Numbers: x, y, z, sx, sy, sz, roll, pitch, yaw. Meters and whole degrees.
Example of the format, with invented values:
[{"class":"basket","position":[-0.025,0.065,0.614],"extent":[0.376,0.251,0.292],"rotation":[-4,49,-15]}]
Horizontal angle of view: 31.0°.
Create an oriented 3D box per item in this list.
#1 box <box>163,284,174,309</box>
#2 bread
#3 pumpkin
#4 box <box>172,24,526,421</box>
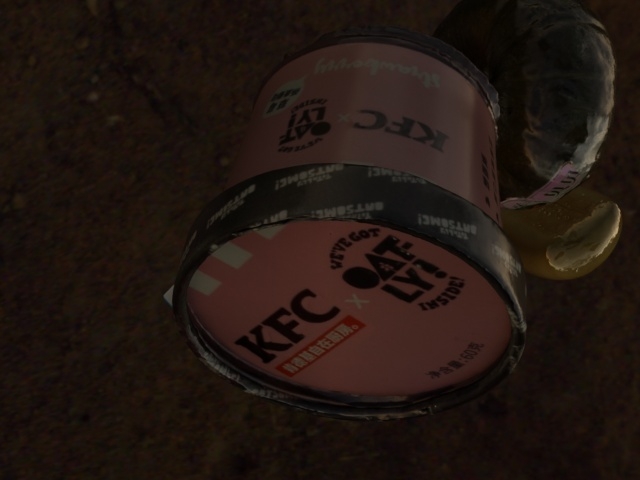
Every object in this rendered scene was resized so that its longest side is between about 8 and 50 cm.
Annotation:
[{"class":"box","position":[0.000,0.000,1.147],"extent":[0.048,0.265,0.273],"rotation":[46,5,21]},{"class":"bread","position":[0.291,-0.017,1.505],"extent":[0.147,0.217,0.098],"rotation":[-34,124,-10]},{"class":"pumpkin","position":[0.200,-0.165,1.275],"extent":[0.189,0.260,0.260],"rotation":[7,72,-43]},{"class":"box","position":[0.020,-0.011,0.530],"extent":[0.151,0.151,0.135],"rotation":[37,44,-28]}]
